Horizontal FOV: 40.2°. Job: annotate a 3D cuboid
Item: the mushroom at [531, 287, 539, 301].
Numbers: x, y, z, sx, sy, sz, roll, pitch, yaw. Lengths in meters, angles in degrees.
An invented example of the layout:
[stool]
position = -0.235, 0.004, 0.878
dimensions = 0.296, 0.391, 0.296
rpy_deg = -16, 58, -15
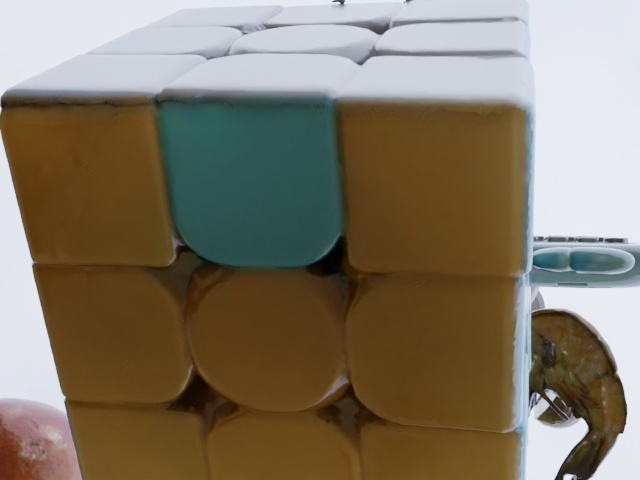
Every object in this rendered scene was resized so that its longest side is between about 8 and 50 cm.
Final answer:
[mushroom]
position = 0.144, 0.017, 1.186
dimensions = 0.329, 0.122, 0.159
rpy_deg = 25, -62, 30

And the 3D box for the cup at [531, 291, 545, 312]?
[cup]
position = 0.294, 0.104, 1.412
dimensions = 0.102, 0.099, 0.074
rpy_deg = 56, -35, 25

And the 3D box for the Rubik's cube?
[Rubik's cube]
position = 0.000, 0.000, 0.612
dimensions = 0.291, 0.290, 0.291
rpy_deg = 1, -66, 13

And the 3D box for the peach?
[peach]
position = -0.478, 0.362, 1.350
dimensions = 0.200, 0.243, 0.243
rpy_deg = -19, -90, 47

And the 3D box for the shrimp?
[shrimp]
position = 0.274, 0.230, 1.080
dimensions = 0.178, 0.075, 0.289
rpy_deg = 26, -89, 30

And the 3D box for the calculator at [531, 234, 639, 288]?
[calculator]
position = 0.230, 0.017, 0.846
dimensions = 0.186, 0.299, 0.041
rpy_deg = 1, -87, 6

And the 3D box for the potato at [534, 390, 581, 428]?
[potato]
position = 0.369, 0.253, 1.326
dimensions = 0.066, 0.103, 0.096
rpy_deg = 33, -68, 9
